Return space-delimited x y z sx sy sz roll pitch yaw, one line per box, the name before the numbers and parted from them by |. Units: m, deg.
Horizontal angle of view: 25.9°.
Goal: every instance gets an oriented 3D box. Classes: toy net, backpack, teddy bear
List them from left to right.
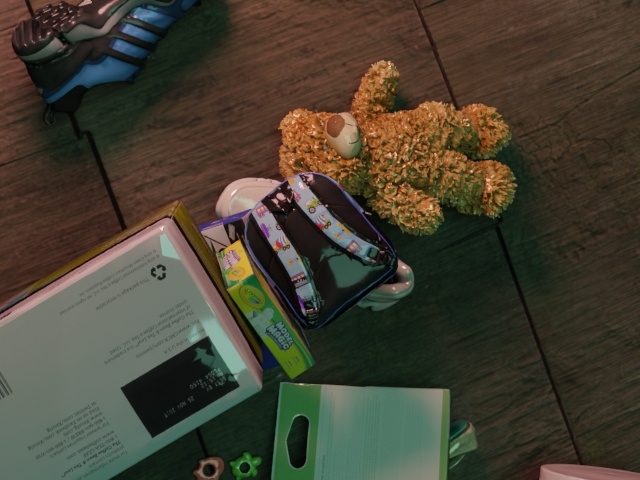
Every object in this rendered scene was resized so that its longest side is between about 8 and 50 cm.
toy net | -0.179 0.360 1.855 0.232 0.045 0.122 -11 93 -14
backpack | -0.004 0.007 1.759 0.158 0.117 0.173 -39 83 4
teddy bear | 0.116 -0.122 1.888 0.338 0.113 0.245 19 73 -14

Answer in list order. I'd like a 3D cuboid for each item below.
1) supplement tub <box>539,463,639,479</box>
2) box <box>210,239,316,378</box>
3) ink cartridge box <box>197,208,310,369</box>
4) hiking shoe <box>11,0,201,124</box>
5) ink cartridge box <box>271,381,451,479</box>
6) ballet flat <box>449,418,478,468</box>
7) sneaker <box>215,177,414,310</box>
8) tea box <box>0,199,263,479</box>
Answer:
supplement tub | 0.381 0.477 1.908 0.228 0.228 0.316 7 88 -15
box | -0.075 0.077 1.733 0.043 0.105 0.179 -34 117 3
ink cartridge box | -0.099 0.070 1.843 0.097 0.046 0.207 -18 103 22
hiking shoe | -0.255 -0.277 1.824 0.304 0.113 0.132 -29 127 -19
ink cartridge box | 0.057 0.283 1.889 0.235 0.056 0.171 1 67 8
ballet flat | 0.149 0.310 1.939 0.168 0.057 0.052 -28 110 -12
sneaker | 0.000 0.000 1.869 0.292 0.118 0.110 26 85 -12
tea box | -0.260 0.135 1.663 0.329 0.323 0.220 -30 97 0
